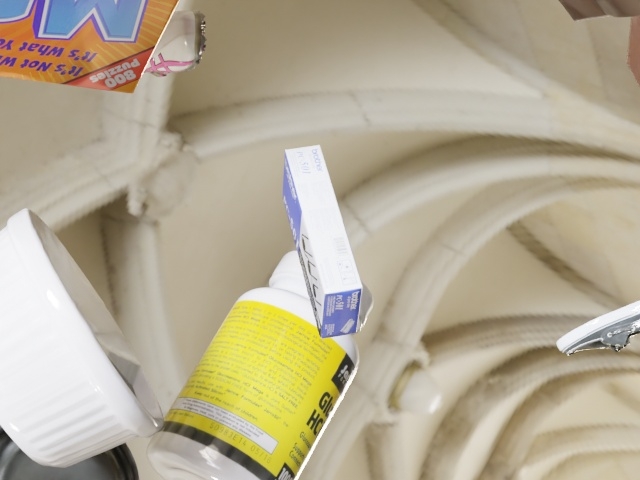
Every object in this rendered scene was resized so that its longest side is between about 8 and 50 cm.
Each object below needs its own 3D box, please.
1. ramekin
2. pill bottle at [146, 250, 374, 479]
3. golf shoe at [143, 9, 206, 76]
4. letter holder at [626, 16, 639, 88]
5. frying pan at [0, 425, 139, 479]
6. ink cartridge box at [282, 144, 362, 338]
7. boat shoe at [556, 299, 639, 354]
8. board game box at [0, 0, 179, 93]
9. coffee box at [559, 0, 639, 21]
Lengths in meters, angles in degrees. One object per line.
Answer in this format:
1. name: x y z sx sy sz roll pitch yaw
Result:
1. ramekin: -0.285 0.112 1.283 0.127 0.273 0.273 -32 -34 -5
2. pill bottle: -0.066 0.185 1.607 0.334 0.188 0.188 -59 -27 -24
3. golf shoe: -0.198 -0.231 1.467 0.086 0.186 0.067 0 -95 -31
4. letter holder: 0.395 -0.204 1.111 0.152 0.214 0.301 -14 -34 -1
5. frying pan: -0.255 0.330 1.386 0.197 0.326 0.053 -44 -5 -4
6. ink cartridge box: 0.000 0.000 1.423 0.046 0.207 0.097 -9 -34 -10
7. boat shoe: 0.333 0.100 1.371 0.142 0.040 0.049 -26 -17 14
8. board game box: -0.315 -0.409 1.192 0.356 0.356 0.356 4 -38 -30
9. coffee box: 0.191 -0.263 0.565 0.297 0.119 0.168 -46 -74 -7
